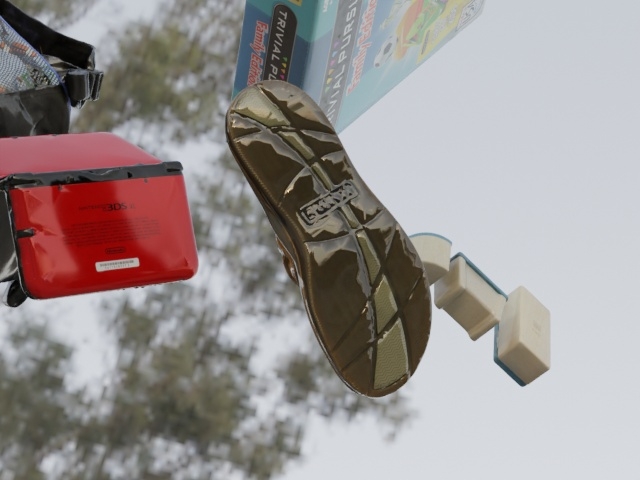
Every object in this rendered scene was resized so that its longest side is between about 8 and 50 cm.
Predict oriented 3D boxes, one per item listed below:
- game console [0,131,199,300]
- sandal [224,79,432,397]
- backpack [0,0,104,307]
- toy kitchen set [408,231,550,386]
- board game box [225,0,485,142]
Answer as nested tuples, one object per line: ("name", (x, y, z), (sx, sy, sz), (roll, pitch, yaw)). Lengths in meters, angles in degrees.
("game console", (-0.171, -0.020, 1.226), (0.144, 0.124, 0.085), (-7, -5, -41))
("sandal", (0.000, 0.000, 1.160), (0.219, 0.090, 0.060), (58, -23, 4))
("backpack", (-0.347, -0.101, 1.521), (0.213, 0.263, 0.276), (-10, -42, -38))
("toy kitchen set", (0.134, 0.092, 2.009), (0.166, 0.122, 0.207), (-39, -72, 25))
("board game box", (0.057, -0.245, 1.661), (0.079, 0.336, 0.254), (35, -37, 18))
